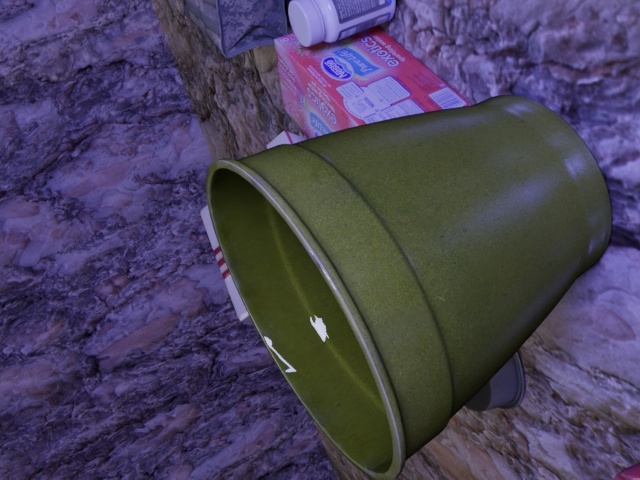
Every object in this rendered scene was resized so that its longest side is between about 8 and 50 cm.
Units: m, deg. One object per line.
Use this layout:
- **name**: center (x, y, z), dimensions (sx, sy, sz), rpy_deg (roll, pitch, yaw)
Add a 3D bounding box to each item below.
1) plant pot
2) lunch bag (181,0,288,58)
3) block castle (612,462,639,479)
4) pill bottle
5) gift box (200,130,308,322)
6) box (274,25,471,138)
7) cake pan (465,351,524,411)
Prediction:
- **plant pot**: center (0.115, 0.010, 0.739), dimensions (0.366, 0.353, 0.366), rpy_deg (51, 158, 30)
- **lunch bag**: center (-0.180, -0.535, 1.250), dimensions (0.235, 0.169, 0.287), rpy_deg (50, 152, 37)
- **block castle**: center (0.424, 0.286, 0.437), dimensions (0.303, 0.213, 0.453), rpy_deg (63, 165, 6)
- **pill bottle**: center (0.030, -0.326, 0.926), dimensions (0.078, 0.137, 0.078), rpy_deg (56, 162, 29)
- **gift box**: center (0.000, 0.000, 1.097), dimensions (0.255, 0.258, 0.276), rpy_deg (4, -127, -55)
- **box**: center (0.067, -0.196, 0.975), dimensions (0.300, 0.154, 0.142), rpy_deg (52, 160, 36)
- **cake pan**: center (0.240, 0.174, 1.159), dimensions (0.293, 0.054, 0.293), rpy_deg (56, 161, 30)
